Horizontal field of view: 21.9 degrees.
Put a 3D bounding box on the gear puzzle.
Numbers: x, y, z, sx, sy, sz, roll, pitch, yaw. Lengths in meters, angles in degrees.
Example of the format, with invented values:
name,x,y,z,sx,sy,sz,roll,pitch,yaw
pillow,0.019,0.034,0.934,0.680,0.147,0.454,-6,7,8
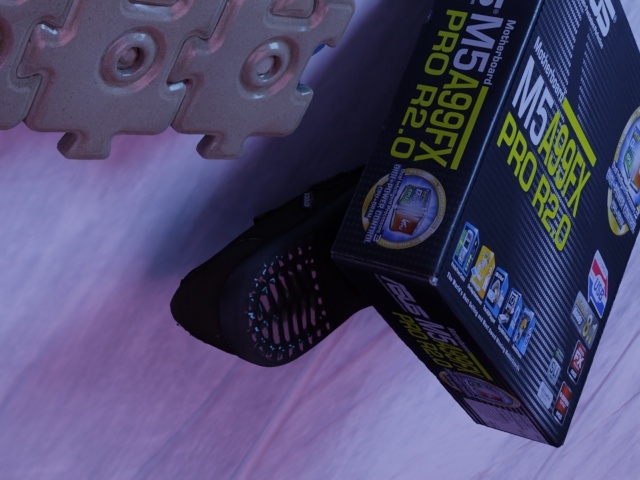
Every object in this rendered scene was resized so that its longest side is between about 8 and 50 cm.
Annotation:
name,x,y,z,sx,sy,sz,roll,pitch,yaw
gear puzzle,-0.111,-0.116,0.660,0.339,0.044,0.175,-2,128,-45

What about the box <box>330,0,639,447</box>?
name,x,y,z,sx,sy,sz,roll,pitch,yaw
box,0.113,-0.028,0.914,0.216,0.060,0.270,-67,151,-16

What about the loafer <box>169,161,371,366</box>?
name,x,y,z,sx,sy,sz,roll,pitch,yaw
loafer,0.000,0.000,0.890,0.220,0.078,0.080,-24,113,-50
